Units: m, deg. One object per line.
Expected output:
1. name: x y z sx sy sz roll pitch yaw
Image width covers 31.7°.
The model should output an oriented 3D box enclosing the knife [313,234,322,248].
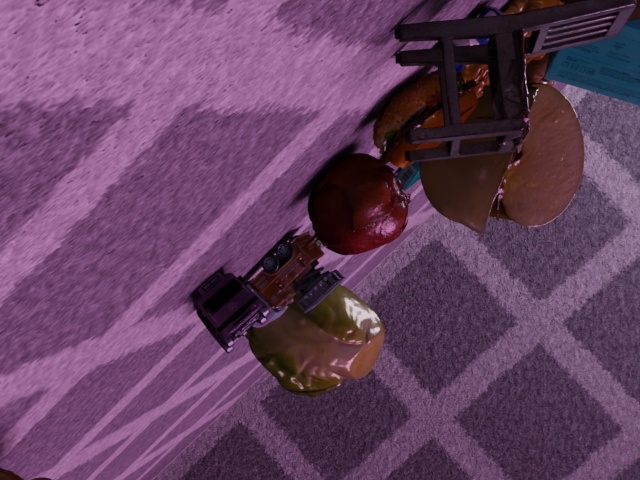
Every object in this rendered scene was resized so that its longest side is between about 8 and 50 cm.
1. knife: -0.002 -0.002 2.113 0.078 0.022 0.166 -46 178 -32

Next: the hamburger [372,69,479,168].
1. hamburger: 0.137 -0.172 1.583 0.166 0.087 0.137 -36 172 -35

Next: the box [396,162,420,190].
1. box: 0.239 -0.196 2.202 0.161 0.042 0.226 -40 173 -26

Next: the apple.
1. apple: 0.303 -0.157 1.984 0.295 0.233 0.257 -10 113 -45

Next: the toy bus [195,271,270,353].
1. toy bus: -0.142 0.108 1.721 0.087 0.098 0.178 -40 176 -11

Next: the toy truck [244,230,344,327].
1. toy truck: -0.061 0.079 1.905 0.178 0.115 0.080 -43 174 21

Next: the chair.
1. chair: 0.223 -0.179 1.289 0.270 0.147 0.136 -6 174 3

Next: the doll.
1. doll: 0.207 -0.271 1.519 0.143 0.057 0.099 -34 167 -20

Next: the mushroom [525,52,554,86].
1. mushroom: 0.445 -0.356 2.254 0.094 0.072 0.210 -44 170 -4

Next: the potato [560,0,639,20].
1. potato: 0.359 -0.352 1.286 0.307 0.210 0.173 32 74 -75

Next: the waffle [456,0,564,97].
1. waffle: 0.268 -0.286 1.730 0.293 0.069 0.260 -40 169 -11

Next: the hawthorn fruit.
1. hawthorn fruit: 0.046 -0.046 1.659 0.172 0.148 0.148 -32 176 14

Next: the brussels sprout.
1. brussels sprout: -0.028 0.184 2.202 0.227 0.294 0.259 -68 155 -11

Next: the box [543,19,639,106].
1. box: 0.505 -0.358 1.805 0.311 0.205 0.118 105 0 -63

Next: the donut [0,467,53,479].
1. donut: -0.509 0.467 1.438 0.449 0.198 0.449 -43 172 -8
